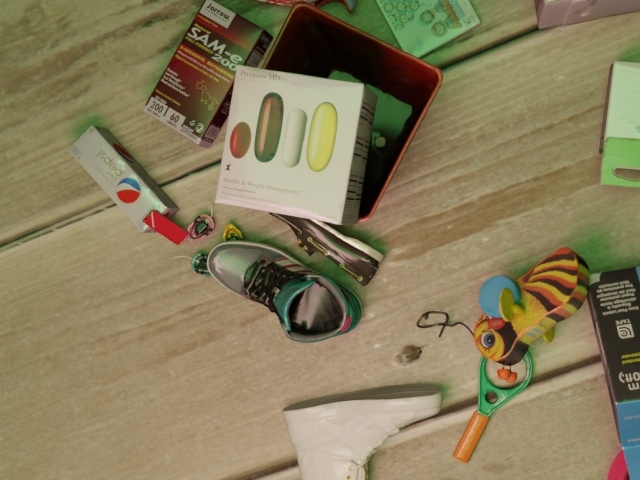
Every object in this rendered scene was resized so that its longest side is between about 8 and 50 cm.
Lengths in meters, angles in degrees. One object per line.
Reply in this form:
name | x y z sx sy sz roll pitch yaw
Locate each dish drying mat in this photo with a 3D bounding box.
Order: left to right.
dish drying mat | -0.281 -0.023 1.668 0.083 0.008 0.032 37 101 -29

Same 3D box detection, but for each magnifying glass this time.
magnifying glass | 0.295 0.282 1.610 0.092 0.026 0.231 26 93 9

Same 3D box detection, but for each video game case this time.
video game case | 0.184 -0.417 1.630 0.143 0.019 0.157 -28 85 10

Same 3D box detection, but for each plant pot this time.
plant pot | 0.037 -0.203 1.549 0.267 0.236 0.267 28 95 9

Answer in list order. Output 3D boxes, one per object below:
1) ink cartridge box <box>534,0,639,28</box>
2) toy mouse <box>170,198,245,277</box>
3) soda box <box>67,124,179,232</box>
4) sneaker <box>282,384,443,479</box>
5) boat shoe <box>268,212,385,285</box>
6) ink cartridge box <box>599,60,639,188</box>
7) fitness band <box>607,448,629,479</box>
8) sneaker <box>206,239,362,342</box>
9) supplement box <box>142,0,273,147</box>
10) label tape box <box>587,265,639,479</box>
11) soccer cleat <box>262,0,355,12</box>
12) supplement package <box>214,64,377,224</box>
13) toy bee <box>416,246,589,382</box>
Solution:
ink cartridge box | 0.436 -0.508 1.490 0.197 0.198 0.270 -8 90 10
toy mouse | -0.209 0.011 1.700 0.143 0.031 0.161 -22 86 10
soda box | -0.366 -0.113 1.709 0.069 0.074 0.216 -43 83 8
sneaker | 0.088 0.352 1.614 0.292 0.108 0.169 -13 89 20
boat shoe | 0.000 0.000 1.635 0.228 0.081 0.069 29 91 7
ink cartridge box | 0.532 -0.191 1.541 0.109 0.062 0.209 7 92 11
fitness band | 0.582 0.460 1.500 0.209 0.054 0.291 -12 87 40
sneaker | -0.067 0.089 1.579 0.295 0.178 0.124 22 94 0
supplement box | -0.205 -0.305 1.678 0.130 0.073 0.239 31 95 10
label tape box | 0.575 0.200 1.449 0.240 0.106 0.334 -11 63 11
soccer cleat | -0.056 -0.452 1.648 0.248 0.083 0.095 -1 95 8
supplement package | -0.032 -0.139 1.367 0.194 0.149 0.203 10 93 11
toy bee | 0.325 0.146 1.525 0.298 0.195 0.162 -46 48 43
